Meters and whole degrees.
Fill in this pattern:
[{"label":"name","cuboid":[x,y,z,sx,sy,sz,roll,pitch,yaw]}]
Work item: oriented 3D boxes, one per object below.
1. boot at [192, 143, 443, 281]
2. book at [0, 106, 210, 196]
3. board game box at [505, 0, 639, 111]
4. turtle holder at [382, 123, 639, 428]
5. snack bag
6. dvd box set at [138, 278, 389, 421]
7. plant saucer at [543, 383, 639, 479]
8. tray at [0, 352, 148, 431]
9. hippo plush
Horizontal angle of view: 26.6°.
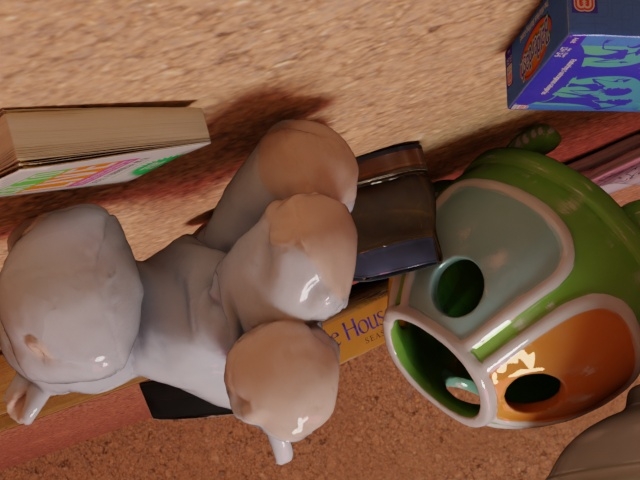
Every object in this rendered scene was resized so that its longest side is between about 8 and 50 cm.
[{"label":"boot","cuboid":[0.000,0.000,1.178,0.219,0.106,0.082,-20,171,8]},{"label":"book","cuboid":[-0.151,-0.051,0.815,0.096,0.035,0.144,-21,173,43]},{"label":"board game box","cuboid":[0.243,-0.127,0.895,0.210,0.047,0.160,0,169,-5]},{"label":"turtle holder","cuboid":[0.160,0.030,1.262,0.227,0.320,0.243,-37,164,-23]},{"label":"snack bag","cuboid":[0.357,-0.077,1.677,0.342,0.037,0.323,-23,171,30]},{"label":"dvd box set","cuboid":[-0.001,0.124,1.789,0.420,0.062,0.307,-23,-178,-28]},{"label":"plant saucer","cuboid":[0.384,0.169,1.198,0.400,0.101,0.400,-5,168,-1]},{"label":"tray","cuboid":[-0.283,0.148,1.637,0.410,0.076,0.203,-20,172,13]},{"label":"hippo plush","cuboid":[-0.108,0.023,0.964,0.236,0.234,0.294,8,167,-5]}]
